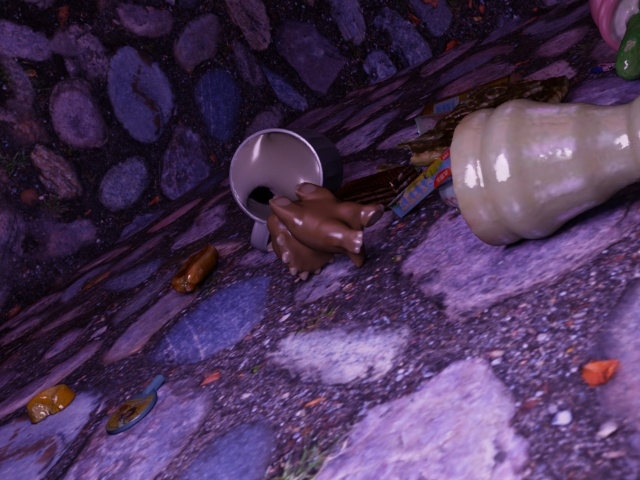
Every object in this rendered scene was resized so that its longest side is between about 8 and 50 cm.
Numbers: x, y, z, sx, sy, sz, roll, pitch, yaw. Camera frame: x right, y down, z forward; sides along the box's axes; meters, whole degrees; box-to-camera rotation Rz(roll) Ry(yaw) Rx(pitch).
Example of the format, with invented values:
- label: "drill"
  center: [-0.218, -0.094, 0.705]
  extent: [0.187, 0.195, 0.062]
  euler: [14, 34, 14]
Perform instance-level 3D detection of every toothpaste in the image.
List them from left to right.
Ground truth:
- label: "toothpaste"
  center: [0.213, -0.112, 1.659]
  extent: [0.070, 0.044, 0.193]
  euler: [-43, -1, -41]

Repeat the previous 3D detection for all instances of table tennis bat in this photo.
- label: "table tennis bat"
  center: [-0.338, 0.303, 1.469]
  extent: [0.100, 0.019, 0.155]
  euler: [-19, 20, 35]

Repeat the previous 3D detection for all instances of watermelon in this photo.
- label: "watermelon"
  center: [0.371, -0.300, 2.078]
  extent: [0.154, 0.094, 0.241]
  euler: [-23, 15, -14]

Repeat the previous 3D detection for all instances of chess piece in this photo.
- label: "chess piece"
  center: [0.433, -0.140, 1.163]
  extent: [0.442, 0.234, 0.234]
  euler: [-14, 21, 36]

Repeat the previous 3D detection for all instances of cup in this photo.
- label: "cup"
  center: [-0.089, -0.132, 2.047]
  extent: [0.237, 0.323, 0.327]
  euler: [19, 10, 7]

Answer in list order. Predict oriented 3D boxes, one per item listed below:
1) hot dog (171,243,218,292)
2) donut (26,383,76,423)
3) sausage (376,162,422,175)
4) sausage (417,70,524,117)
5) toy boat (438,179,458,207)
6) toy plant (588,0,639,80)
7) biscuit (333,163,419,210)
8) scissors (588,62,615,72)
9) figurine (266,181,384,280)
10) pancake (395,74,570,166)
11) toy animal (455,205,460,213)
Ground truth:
- label: "hot dog"
  center: [-0.322, 0.077, 2.096]
  extent: [0.100, 0.068, 0.249]
  euler: [-36, 10, 16]
- label: "donut"
  center: [-0.590, 0.351, 1.732]
  extent: [0.108, 0.043, 0.097]
  euler: [-25, 15, -3]
- label: "sausage"
  center: [0.202, -0.184, 2.065]
  extent: [0.033, 0.033, 0.269]
  euler: [-32, 15, -12]
- label: "sausage"
  center: [0.415, -0.396, 2.299]
  extent: [0.371, 0.082, 0.082]
  euler: [-14, 21, 47]
- label: "toy boat"
  center: [0.309, -0.107, 1.573]
  extent: [0.134, 0.079, 0.208]
  euler: [-32, 4, -4]
- label: "toy plant"
  center: [0.787, -0.537, 1.849]
  extent: [0.317, 0.210, 0.356]
  euler: [-24, 28, 12]
- label: "biscuit"
  center: [0.122, -0.110, 1.895]
  extent: [0.252, 0.070, 0.106]
  euler: [-13, 20, 48]
- label: "scissors"
  center: [0.716, -0.434, 1.990]
  extent: [0.039, 0.012, 0.113]
  euler: [-30, 15, -4]
- label: "figurine"
  center: [-0.002, -0.003, 1.616]
  extent: [0.247, 0.173, 0.177]
  euler: [13, 37, 20]
- label: "pancake"
  center: [0.385, -0.278, 1.887]
  extent: [0.427, 0.067, 0.305]
  euler: [-37, 29, -25]
- label: "toy animal"
  center: [0.349, -0.117, 1.412]
  extent: [0.217, 0.176, 0.073]
  euler: [11, 9, 18]
